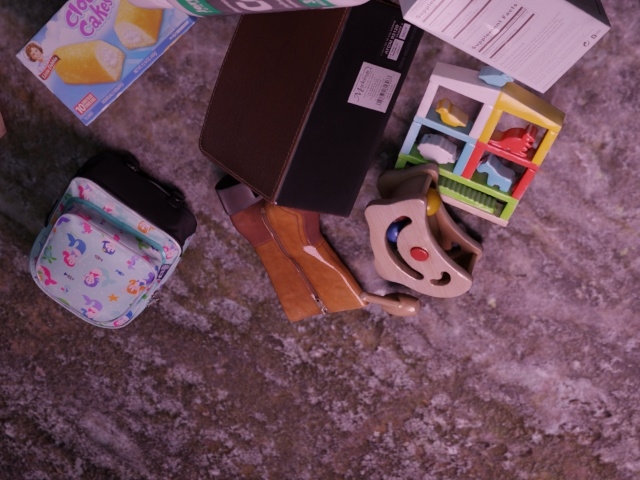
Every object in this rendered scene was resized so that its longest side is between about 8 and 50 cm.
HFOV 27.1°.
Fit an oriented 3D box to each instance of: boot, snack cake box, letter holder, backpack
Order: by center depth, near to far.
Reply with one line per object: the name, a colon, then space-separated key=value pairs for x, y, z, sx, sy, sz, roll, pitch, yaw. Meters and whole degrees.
letter holder: x=-0.021 y=-0.217 z=1.851 sx=0.214 sy=0.152 sz=0.302 roll=34 pitch=108 yaw=42
snack cake box: x=-0.307 y=-0.313 z=1.955 sx=0.152 sy=0.089 sz=0.264 roll=44 pitch=123 yaw=-13
boot: x=0.000 y=0.000 z=2.055 sx=0.264 sy=0.096 sz=0.280 roll=-18 pitch=115 yaw=25
backpack: x=-0.346 y=0.020 z=2.126 sx=0.225 sy=0.191 sz=0.253 roll=35 pitch=129 yaw=-8

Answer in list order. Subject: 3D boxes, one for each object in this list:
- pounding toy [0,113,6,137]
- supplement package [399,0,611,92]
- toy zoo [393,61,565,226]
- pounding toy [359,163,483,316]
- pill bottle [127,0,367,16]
pounding toy: x=-0.615 y=-0.194 z=2.126 sx=0.206 sy=0.094 sz=0.181 roll=7 pitch=128 yaw=24
supplement package: x=0.228 y=-0.321 z=1.706 sx=0.244 sy=0.139 sz=0.134 roll=23 pitch=129 yaw=-29
toy zoo: x=0.223 y=-0.145 z=1.876 sx=0.192 sy=0.030 sz=0.293 roll=23 pitch=145 yaw=1
pounding toy: x=0.149 y=0.030 z=1.978 sx=0.154 sy=0.155 sz=0.269 roll=8 pitch=139 yaw=19
pill bottle: x=-0.099 y=-0.393 z=1.703 sx=0.361 sy=0.204 sz=0.204 roll=3 pitch=124 yaw=38
